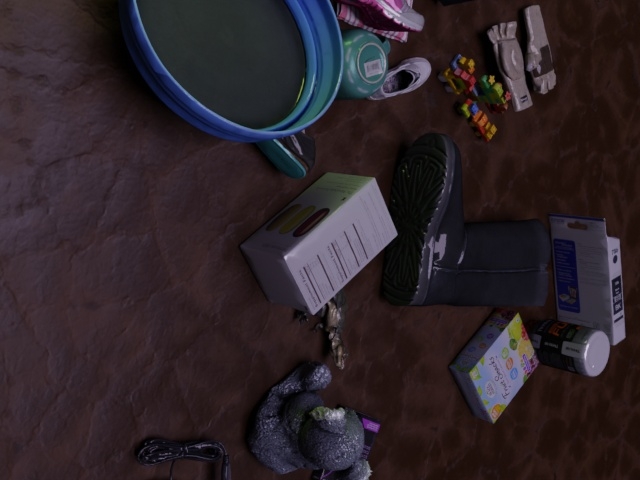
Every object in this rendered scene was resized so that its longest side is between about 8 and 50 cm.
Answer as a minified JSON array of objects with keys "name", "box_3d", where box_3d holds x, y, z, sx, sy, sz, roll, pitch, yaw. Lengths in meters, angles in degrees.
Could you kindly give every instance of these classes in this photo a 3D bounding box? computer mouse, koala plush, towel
[{"name":"computer mouse","box_3d":[-0.241,0.469,1.466,0.184,0.060,0.262,2,83,-37]},{"name":"koala plush","box_3d":[-0.001,0.356,1.536,0.203,0.221,0.196,-28,110,-29]},{"name":"towel","box_3d":[0.114,-0.478,1.646,0.197,0.029,0.144,7,92,-41]}]

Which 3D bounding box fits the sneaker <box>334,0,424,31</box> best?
[{"name":"sneaker","box_3d":[0.109,-0.465,1.560,0.252,0.103,0.111,22,87,-42]}]

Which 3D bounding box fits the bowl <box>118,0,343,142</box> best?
[{"name":"bowl","box_3d":[-0.138,-0.337,1.339,0.391,0.077,0.391,15,65,-35]}]

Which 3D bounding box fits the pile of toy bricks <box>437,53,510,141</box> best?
[{"name":"pile of toy bricks","box_3d":[0.359,-0.316,1.828,0.212,0.105,0.118,48,66,-35]}]

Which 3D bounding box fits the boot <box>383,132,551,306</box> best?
[{"name":"boot","box_3d":[0.351,-0.027,1.833,0.445,0.146,0.367,4,104,-37]}]

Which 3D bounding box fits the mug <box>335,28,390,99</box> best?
[{"name":"mug","box_3d":[0.069,-0.341,1.581,0.129,0.097,0.158,31,76,-39]}]

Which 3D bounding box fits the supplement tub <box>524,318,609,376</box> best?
[{"name":"supplement tub","box_3d":[0.590,0.256,2.054,0.117,0.190,0.117,-7,101,-41]}]

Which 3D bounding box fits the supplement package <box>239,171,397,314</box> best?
[{"name":"supplement package","box_3d":[0.000,0.000,1.546,0.244,0.139,0.134,-42,122,-29]}]

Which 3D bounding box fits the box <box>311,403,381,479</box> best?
[{"name":"box","box_3d":[0.054,0.428,1.728,0.116,0.029,0.162,28,79,-39]}]

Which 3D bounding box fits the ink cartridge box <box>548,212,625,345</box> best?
[{"name":"ink cartridge box","box_3d":[0.665,0.087,2.110,0.065,0.165,0.333,-23,112,-36]}]

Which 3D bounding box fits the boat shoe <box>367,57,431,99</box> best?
[{"name":"boat shoe","box_3d":[0.166,-0.325,1.690,0.184,0.063,0.066,-20,109,-37]}]

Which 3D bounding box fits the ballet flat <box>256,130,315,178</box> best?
[{"name":"ballet flat","box_3d":[-0.104,-0.218,1.462,0.280,0.095,0.096,43,58,-40]}]

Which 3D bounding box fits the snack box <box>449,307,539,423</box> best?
[{"name":"snack box","box_3d":[0.412,0.292,1.986,0.207,0.070,0.175,-45,123,-25]}]

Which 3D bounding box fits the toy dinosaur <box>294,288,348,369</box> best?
[{"name":"toy dinosaur","box_3d":[0.017,0.113,1.633,0.118,0.064,0.268,7,90,-47]}]

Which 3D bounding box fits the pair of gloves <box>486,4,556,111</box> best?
[{"name":"pair of gloves","box_3d":[0.465,-0.417,1.934,0.240,0.042,0.204,-37,113,-43]}]

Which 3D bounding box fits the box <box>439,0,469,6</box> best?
[{"name":"box","box_3d":[0.282,-0.639,1.710,0.184,0.103,0.261,38,68,-35]}]
